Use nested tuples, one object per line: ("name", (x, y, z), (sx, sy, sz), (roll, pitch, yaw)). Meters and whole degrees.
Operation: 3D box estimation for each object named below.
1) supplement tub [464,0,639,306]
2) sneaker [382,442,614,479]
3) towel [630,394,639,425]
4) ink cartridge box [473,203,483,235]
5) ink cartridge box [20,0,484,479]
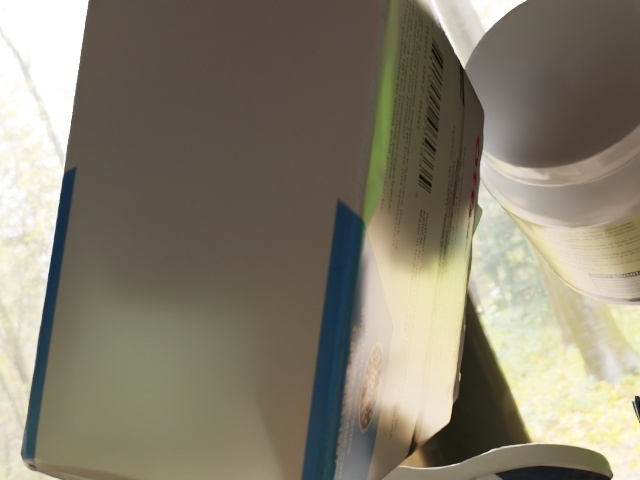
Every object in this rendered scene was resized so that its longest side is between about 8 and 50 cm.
("supplement tub", (0.298, -0.088, 0.890), (0.235, 0.236, 0.325), (-24, -35, 22))
("sneaker", (0.142, 0.295, 0.846), (0.349, 0.148, 0.131), (-5, -25, -15))
("towel", (0.514, 0.398, 1.061), (0.040, 0.370, 0.271), (-33, -56, 23))
("ink cartridge box", (0.054, -0.053, 1.254), (0.289, 0.211, 0.122), (-9, 41, 44))
("ink cartridge box", (0.000, 0.000, 0.583), (0.166, 0.286, 0.395), (7, -3, 18))
